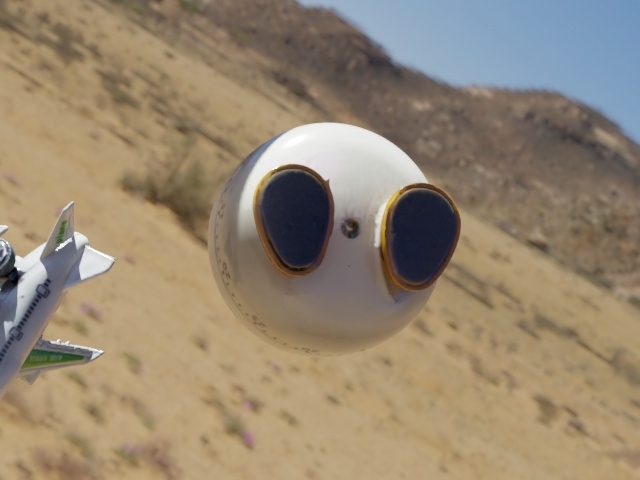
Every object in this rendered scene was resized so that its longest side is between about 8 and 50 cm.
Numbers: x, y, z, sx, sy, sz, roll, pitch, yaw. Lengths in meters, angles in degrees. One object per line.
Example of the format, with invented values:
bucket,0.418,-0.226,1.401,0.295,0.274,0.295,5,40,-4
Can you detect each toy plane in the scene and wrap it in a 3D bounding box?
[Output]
toy plane,-0.303,0.083,1.462,0.101,0.255,0.251,31,-18,29

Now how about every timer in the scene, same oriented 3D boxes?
timer,0.000,0.000,1.525,0.233,0.234,0.240,33,-17,-11
